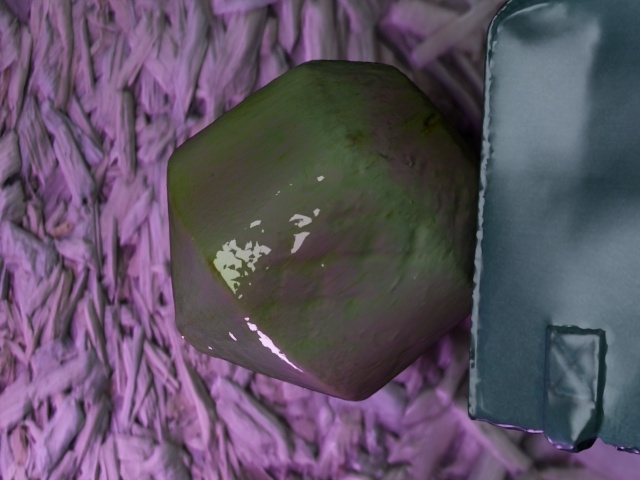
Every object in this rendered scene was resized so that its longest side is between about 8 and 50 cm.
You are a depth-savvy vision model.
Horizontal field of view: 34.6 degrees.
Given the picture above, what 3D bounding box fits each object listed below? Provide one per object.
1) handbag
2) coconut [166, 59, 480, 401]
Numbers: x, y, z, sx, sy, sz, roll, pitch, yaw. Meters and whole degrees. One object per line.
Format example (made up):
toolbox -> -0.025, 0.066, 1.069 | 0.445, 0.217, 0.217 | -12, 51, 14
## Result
handbag -> 0.215, -0.011, 0.555 | 0.269, 0.100, 0.274 | 0, 91, 40
coconut -> 0.000, 0.000, 0.688 | 0.204, 0.236, 0.235 | -99, 25, -72
